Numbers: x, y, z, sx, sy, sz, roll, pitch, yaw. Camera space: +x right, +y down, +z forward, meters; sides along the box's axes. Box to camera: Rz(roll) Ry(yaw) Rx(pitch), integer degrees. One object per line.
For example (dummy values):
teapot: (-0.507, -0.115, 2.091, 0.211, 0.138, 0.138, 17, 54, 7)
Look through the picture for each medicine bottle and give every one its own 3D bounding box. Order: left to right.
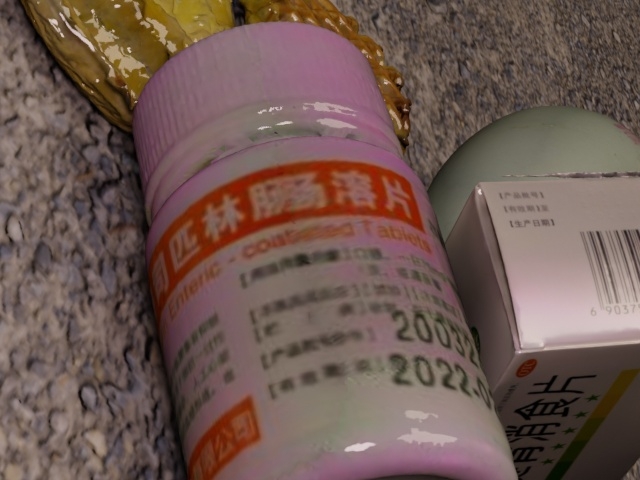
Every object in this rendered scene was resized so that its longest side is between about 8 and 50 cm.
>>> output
medicine bottle: (-0.009, 0.046, 1.326, 0.219, 0.219, 0.388, 31, 35, -45)

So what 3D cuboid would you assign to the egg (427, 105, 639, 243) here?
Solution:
egg: (0.216, -0.012, 1.819, 0.230, 0.230, 0.371, 57, 28, 2)

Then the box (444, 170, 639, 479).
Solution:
box: (0.166, 0.093, 1.429, 0.173, 0.333, 0.145, -1, 59, -15)

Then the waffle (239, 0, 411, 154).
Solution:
waffle: (0.001, -0.185, 1.857, 0.238, 0.058, 0.243, 37, 28, -32)

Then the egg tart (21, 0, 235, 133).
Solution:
egg tart: (-0.145, -0.193, 1.526, 0.279, 0.095, 0.279, 42, 26, -26)
